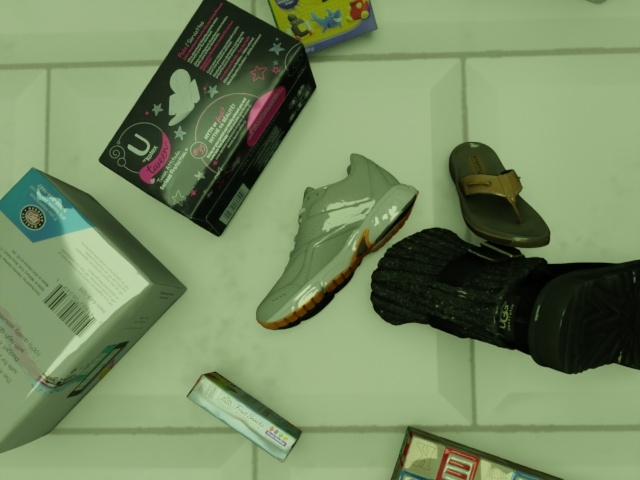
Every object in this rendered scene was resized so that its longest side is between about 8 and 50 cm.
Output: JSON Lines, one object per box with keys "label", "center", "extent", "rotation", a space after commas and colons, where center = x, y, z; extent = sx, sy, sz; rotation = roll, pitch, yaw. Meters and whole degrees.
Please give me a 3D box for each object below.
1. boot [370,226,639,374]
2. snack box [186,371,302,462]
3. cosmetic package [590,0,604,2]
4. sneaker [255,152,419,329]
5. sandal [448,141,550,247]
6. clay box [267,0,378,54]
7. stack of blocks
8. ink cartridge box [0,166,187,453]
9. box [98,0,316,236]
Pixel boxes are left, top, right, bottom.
{"label": "boot", "center": [0.257, 0.066, 0.954], "extent": [0.260, 0.348, 0.131], "rotation": [11, 93, 46]}
{"label": "snack box", "center": [-0.092, 0.218, 0.977], "extent": [0.141, 0.100, 0.037], "rotation": [34, 86, 6]}
{"label": "cosmetic package", "center": [0.310, -0.568, 0.926], "extent": [0.330, 0.327, 0.393], "rotation": [24, 87, 4]}
{"label": "sneaker", "center": [0.000, 0.000, 1.008], "extent": [0.121, 0.099, 0.262], "rotation": [43, 80, 13]}
{"label": "sandal", "center": [0.213, -0.068, 0.952], "extent": [0.090, 0.060, 0.219], "rotation": [-3, 40, -4]}
{"label": "clay box", "center": [-0.019, -0.358, 0.999], "extent": [0.128, 0.053, 0.222], "rotation": [-21, 120, 0]}
{"label": "stack of blocks", "center": [0.224, 0.361, 0.956], "extent": [0.297, 0.087, 0.171], "rotation": [18, 85, 4]}
{"label": "ink cartridge box", "center": [-0.342, 0.087, 0.953], "extent": [0.198, 0.197, 0.270], "rotation": [44, 87, 5]}
{"label": "box", "center": [-0.134, -0.152, 0.986], "extent": [0.142, 0.163, 0.247], "rotation": [32, 86, 9]}
